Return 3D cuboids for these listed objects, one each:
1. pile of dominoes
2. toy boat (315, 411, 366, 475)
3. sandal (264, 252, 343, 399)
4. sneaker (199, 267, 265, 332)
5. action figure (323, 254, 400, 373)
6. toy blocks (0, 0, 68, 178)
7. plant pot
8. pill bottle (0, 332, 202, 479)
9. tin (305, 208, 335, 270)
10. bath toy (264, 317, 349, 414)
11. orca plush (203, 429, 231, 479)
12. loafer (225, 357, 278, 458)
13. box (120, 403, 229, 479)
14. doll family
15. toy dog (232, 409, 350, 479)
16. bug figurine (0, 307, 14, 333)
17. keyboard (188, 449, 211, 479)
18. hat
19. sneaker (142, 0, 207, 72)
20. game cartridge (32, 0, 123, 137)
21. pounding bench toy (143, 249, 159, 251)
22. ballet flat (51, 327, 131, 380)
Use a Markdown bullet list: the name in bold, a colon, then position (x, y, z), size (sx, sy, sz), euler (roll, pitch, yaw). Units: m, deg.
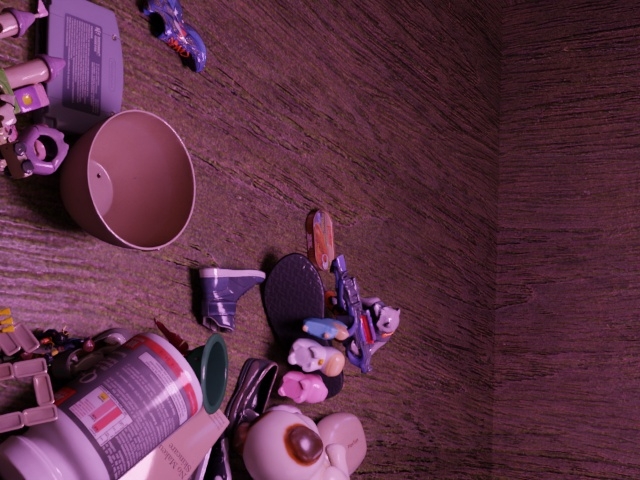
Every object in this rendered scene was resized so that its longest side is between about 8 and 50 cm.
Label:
- **pile of dominoes**: position (-0.607, 0.249, 1.315), size (0.251, 0.040, 0.196), euler (-6, 69, -34)
- **toy boat**: position (0.040, 0.672, 2.207), size (0.267, 0.148, 0.318), euler (-3, 80, -60)
- **sandal**: position (-0.049, 0.239, 2.133), size (0.107, 0.167, 0.446), euler (-88, 166, -72)
- **sneaker**: position (-0.223, 0.151, 1.920), size (0.226, 0.086, 0.163), euler (3, 82, -54)
- **action figure**: position (0.099, 0.184, 2.159), size (0.178, 0.330, 0.341), euler (-19, 107, -35)
- **toy blocks**: position (-0.538, -0.267, 1.325), size (0.260, 0.309, 0.288), euler (-34, 114, -45)
- **plant pot**: position (-0.429, -0.115, 1.568), size (0.284, 0.191, 0.284), euler (12, 76, -55)
- **pill bottle**: position (-0.425, 0.358, 1.463), size (0.363, 0.210, 0.210), euler (-37, 117, -37)
- **tin**: position (0.000, 0.000, 2.307), size (0.106, 0.040, 0.189), euler (-2, 87, -51)
- **bath toy**: position (-0.037, 0.378, 2.045), size (0.348, 0.151, 0.129), euler (-66, 170, 9)
- **orca plush**: position (-0.262, 0.592, 1.799), size (0.102, 0.151, 0.287), euler (1, 87, -24)
- **loafer**: position (-0.180, 0.430, 1.948), size (0.096, 0.084, 0.267), euler (42, 53, -45)
- **box**: position (-0.354, 0.464, 1.642), size (0.148, 0.121, 0.311), euler (55, 42, -17)
- **doll family**: position (-0.526, 0.209, 1.455), size (0.193, 0.111, 0.076), euler (-36, 115, -51)
- **toy dog**: position (-0.092, 0.616, 1.859), size (0.395, 0.284, 0.408), euler (-16, 104, -52)
- **bug figurine**: position (-0.672, 0.122, 1.259), size (0.279, 0.072, 0.216), euler (-6, 79, -39)
- **keyboard**: position (-0.308, 0.558, 1.759), size (0.014, 0.072, 0.256), euler (48, 49, -50)
- **hat**: position (-0.312, 0.284, 1.657), size (0.208, 0.183, 0.173), euler (-48, 138, -76)
- **sneaker**: position (-0.359, -0.501, 1.833), size (0.087, 0.083, 0.221), euler (-49, 120, -30)
- **game cartridge**: position (-0.511, -0.364, 1.604), size (0.198, 0.062, 0.297), euler (11, 77, -59)
- **pounding bench toy**: position (-0.393, -0.027, 1.728), size (0.065, 0.052, 0.083), euler (48, 49, -41)
- **ballet flat**: position (-0.462, 0.240, 1.582), size (0.213, 0.068, 0.072), euler (-24, 103, -54)
